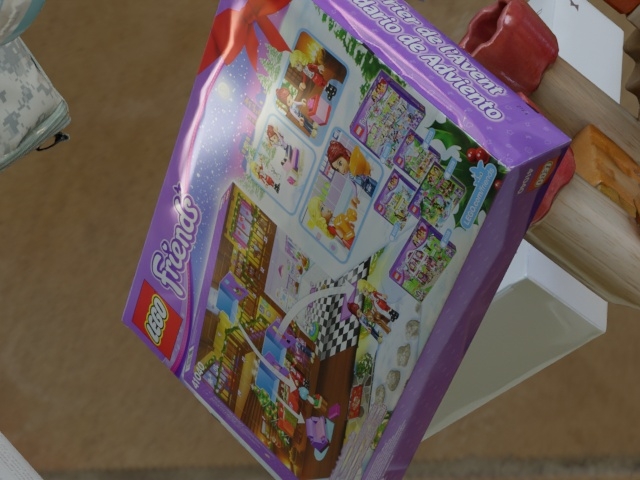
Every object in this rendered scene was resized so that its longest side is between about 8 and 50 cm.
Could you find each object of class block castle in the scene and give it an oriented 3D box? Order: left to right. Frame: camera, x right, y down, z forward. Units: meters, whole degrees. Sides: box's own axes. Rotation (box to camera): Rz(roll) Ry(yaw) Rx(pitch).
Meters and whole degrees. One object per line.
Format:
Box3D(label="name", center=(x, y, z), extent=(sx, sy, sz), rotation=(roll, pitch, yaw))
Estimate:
Box3D(label="block castle", center=(0.255, -0.205, 1.074), extent=(0.213, 0.303, 0.453), rotation=(37, 113, -12))

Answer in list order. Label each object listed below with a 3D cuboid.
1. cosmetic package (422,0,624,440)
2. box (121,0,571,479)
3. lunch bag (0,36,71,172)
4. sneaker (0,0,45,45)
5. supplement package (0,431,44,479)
Box3D(label="cosmetic package", center=(0.128, -0.017, 1.480), extent=(0.097, 0.377, 0.284), rotation=(33, 133, -20))
Box3D(label="box", center=(0.000, 0.000, 0.942), extent=(0.201, 0.057, 0.293), rotation=(43, 134, 23))
Box3D(label="lunch bag", center=(-0.390, -0.156, 1.466), extent=(0.256, 0.212, 0.305), rotation=(-37, 109, -17))
Box3D(label="sneaker", center=(-0.267, -0.217, 0.736), extent=(0.127, 0.208, 0.319), rotation=(-43, 74, 39))
Box3D(label="supplement package", center=(-0.272, 0.194, 0.877), extent=(0.175, 0.293, 0.177), rotation=(43, 102, 24))
